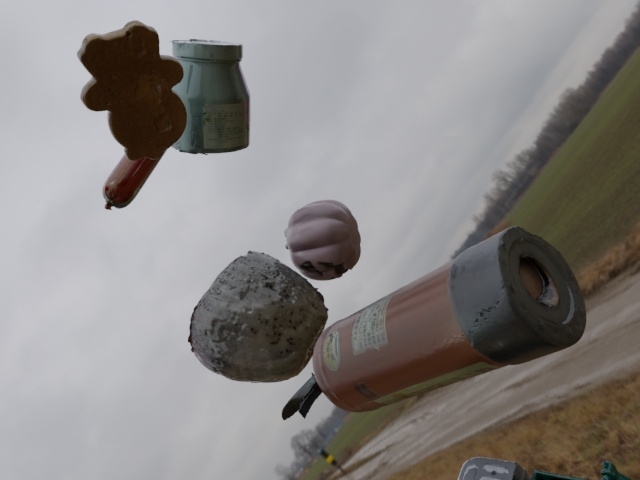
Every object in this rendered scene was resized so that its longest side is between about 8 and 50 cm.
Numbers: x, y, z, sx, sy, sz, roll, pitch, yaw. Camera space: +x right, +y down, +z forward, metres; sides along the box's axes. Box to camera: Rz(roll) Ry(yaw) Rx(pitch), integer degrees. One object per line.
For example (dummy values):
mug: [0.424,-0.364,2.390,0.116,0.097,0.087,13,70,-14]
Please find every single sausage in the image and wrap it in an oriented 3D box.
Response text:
sausage: [-0.401,-0.167,1.136,0.083,0.083,0.263,107,-178,-56]

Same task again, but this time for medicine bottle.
medicine bottle: [-0.322,-0.415,1.475,0.245,0.245,0.289,-33,-47,-52]

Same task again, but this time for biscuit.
biscuit: [-0.327,-0.260,0.932,0.184,0.035,0.248,-27,-46,-14]

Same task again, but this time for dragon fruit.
dragon fruit: [-0.126,0.197,1.082,0.204,0.221,0.282,-45,-27,-53]

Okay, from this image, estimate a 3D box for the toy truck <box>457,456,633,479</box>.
toy truck: [0.217,0.248,0.443,0.216,0.116,0.110,-10,32,43]

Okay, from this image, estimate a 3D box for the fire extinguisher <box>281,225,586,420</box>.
fire extinguisher: [0.108,0.108,0.589,0.200,0.113,0.376,-20,-13,-44]

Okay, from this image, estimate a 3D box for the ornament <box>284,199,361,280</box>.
ornament: [0.000,0.000,1.131,0.177,0.177,0.177,-48,-14,-16]
